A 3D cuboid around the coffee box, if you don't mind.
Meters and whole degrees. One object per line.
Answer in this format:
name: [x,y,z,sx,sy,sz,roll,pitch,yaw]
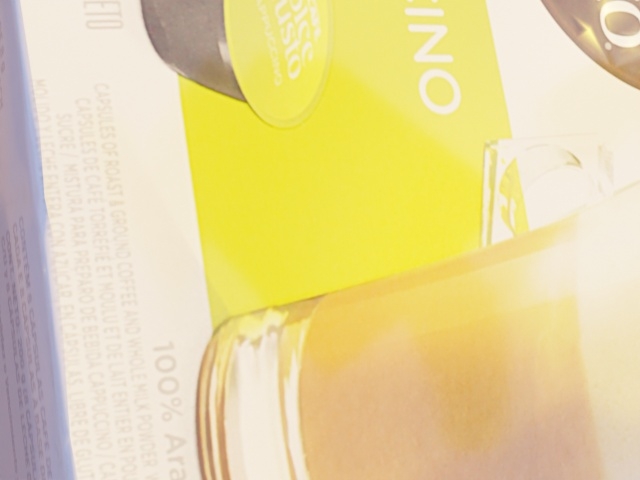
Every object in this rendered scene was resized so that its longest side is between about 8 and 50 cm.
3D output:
coffee box: [0.000,0.000,0.547,0.335,0.338,0.337,-4,80,-26]
